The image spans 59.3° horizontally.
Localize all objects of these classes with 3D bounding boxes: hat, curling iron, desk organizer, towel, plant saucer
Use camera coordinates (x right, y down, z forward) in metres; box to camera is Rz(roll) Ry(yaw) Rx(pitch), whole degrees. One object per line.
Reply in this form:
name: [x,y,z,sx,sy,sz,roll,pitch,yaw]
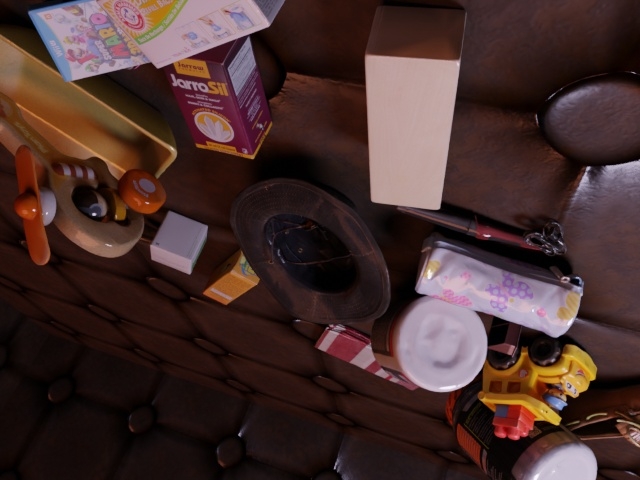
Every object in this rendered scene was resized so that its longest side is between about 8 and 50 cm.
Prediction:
hat: [0.000,0.000,1.031,0.331,0.134,0.331,17,133,19]
curling iron: [0.257,-0.029,0.903,0.274,0.035,0.068,15,147,12]
desk organizer: [0.346,0.140,1.034,0.050,0.130,0.047,15,152,17]
towel: [0.153,0.334,1.611,0.329,0.037,0.237,23,154,1]
plant saucer: [-0.435,-0.217,1.016,0.332,0.081,0.333,34,150,-20]

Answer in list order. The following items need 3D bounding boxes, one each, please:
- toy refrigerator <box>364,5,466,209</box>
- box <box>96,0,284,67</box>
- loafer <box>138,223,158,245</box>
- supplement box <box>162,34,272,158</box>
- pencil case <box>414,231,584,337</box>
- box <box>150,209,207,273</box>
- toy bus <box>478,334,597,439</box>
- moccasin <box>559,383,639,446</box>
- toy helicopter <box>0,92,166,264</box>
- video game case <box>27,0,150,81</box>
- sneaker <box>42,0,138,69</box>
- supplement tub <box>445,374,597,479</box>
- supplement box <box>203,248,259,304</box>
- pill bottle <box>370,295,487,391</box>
toy refrigerator: [0.118,-0.158,0.720,0.102,0.094,0.269,8,150,12]
box: [-0.138,-0.292,0.640,0.203,0.114,0.103,-2,144,39]
loafer: [-0.381,-0.003,1.388,0.148,0.050,0.056,21,160,-34]
supplement box: [-0.146,-0.215,0.813,0.104,0.081,0.188,14,151,16]
pencil case: [0.300,0.073,0.967,0.273,0.113,0.124,17,155,11]
box: [-0.327,0.005,1.302,0.102,0.101,0.087,22,152,-3]
toy bus: [0.451,0.325,1.198,0.220,0.211,0.149,-14,134,46]
moccasin: [0.681,0.384,1.203,0.139,0.147,0.380,36,149,-24]
toy helicopter: [-0.450,-0.106,0.929,0.355,0.235,0.140,45,118,-7]
video game case: [-0.286,-0.282,0.762,0.166,0.015,0.119,-16,152,-9]
sneaker: [-0.324,-0.301,0.792,0.063,0.075,0.170,8,149,31]
supplement tub: [0.457,0.473,1.339,0.207,0.207,0.338,38,-178,-27]
supplement box: [-0.216,0.092,1.403,0.080,0.078,0.233,30,152,-14]
pill bottle: [0.200,0.205,1.154,0.176,0.176,0.318,23,170,-3]
